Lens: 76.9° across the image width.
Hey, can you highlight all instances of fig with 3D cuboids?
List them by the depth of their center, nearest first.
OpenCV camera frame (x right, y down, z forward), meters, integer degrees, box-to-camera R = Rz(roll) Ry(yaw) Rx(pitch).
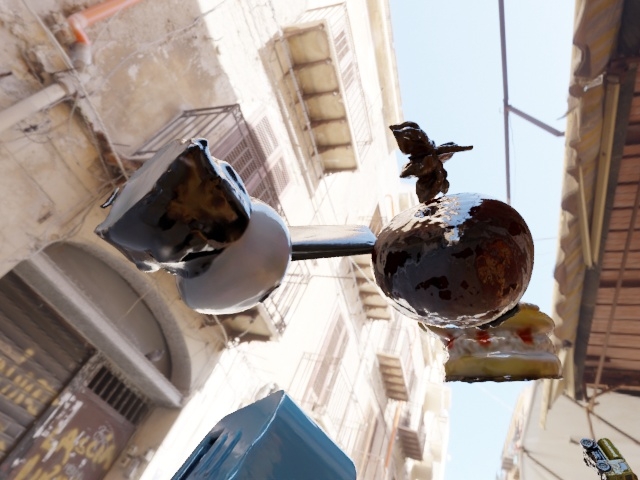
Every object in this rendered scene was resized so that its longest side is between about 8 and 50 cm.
[{"bbox_3d":[0.193,0.037,0.602,0.235,0.235,0.214,10,-65,19],"label":"fig"}]

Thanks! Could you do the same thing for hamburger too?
[{"bbox_3d":[0.389,0.238,0.950,0.303,0.186,0.261,-7,-19,8],"label":"hamburger"}]

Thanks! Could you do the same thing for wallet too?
[{"bbox_3d":[0.000,0.000,0.914,0.246,0.168,0.052,-3,-70,-5],"label":"wallet"}]

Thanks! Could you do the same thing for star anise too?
[{"bbox_3d":[0.223,-0.178,0.855,0.196,0.212,0.111,38,-30,-7],"label":"star anise"}]

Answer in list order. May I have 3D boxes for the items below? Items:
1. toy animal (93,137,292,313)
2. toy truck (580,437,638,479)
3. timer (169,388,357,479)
[{"bbox_3d":[-0.175,-0.008,0.611,0.213,0.212,0.266,-9,-45,34],"label":"toy animal"},{"bbox_3d":[0.479,0.375,0.671,0.054,0.083,0.049,-16,-76,12],"label":"toy truck"},{"bbox_3d":[-0.116,0.237,0.321,0.091,0.232,0.250,49,-40,-10],"label":"timer"}]
